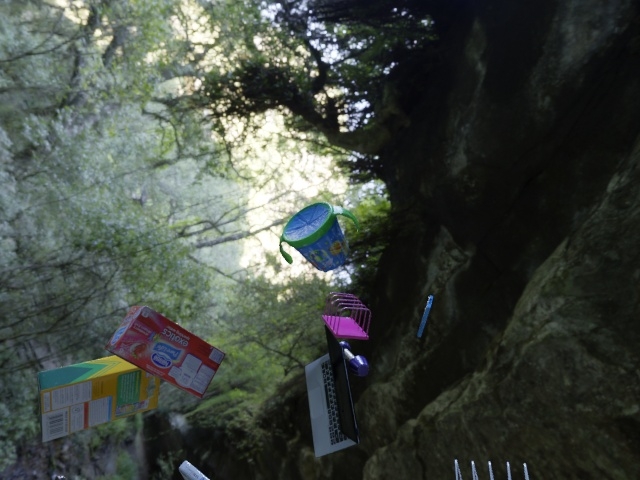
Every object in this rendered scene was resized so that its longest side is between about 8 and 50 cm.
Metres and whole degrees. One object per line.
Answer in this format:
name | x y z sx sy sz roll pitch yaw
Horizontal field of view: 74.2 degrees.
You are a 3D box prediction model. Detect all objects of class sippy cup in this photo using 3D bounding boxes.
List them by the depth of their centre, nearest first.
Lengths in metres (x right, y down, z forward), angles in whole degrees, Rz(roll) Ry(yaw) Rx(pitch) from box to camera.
sippy cup | 0.000 0.000 1.724 0.305 0.240 0.224 0 -43 45

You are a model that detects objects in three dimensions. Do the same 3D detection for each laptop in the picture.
laptop | 0.002 0.597 1.646 0.407 0.236 0.382 -39 -135 36

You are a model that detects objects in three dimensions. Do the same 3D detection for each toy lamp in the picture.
toy lamp | 0.132 0.487 1.745 0.274 0.080 0.080 -161 -124 -76

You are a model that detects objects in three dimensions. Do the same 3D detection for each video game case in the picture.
video game case | -0.301 0.864 1.350 0.299 0.036 0.329 23 -43 25
video game case | 0.398 0.284 1.603 0.015 0.166 0.119 18 -77 16

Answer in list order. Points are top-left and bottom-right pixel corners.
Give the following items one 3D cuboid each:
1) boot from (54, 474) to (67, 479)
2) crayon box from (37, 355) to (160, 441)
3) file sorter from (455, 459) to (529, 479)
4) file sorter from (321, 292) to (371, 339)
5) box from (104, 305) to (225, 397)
boot | -0.878 0.933 1.531 0.082 0.106 0.220 -20 -92 39
crayon box | -0.664 0.460 1.289 0.083 0.322 0.203 40 -56 43
file sorter | 0.677 0.978 1.649 0.173 0.277 0.193 -73 148 -49
file sorter | 0.155 0.436 2.497 0.290 0.201 0.183 -143 -118 -71
box | -0.395 0.284 1.086 0.256 0.128 0.122 40 -30 -26
